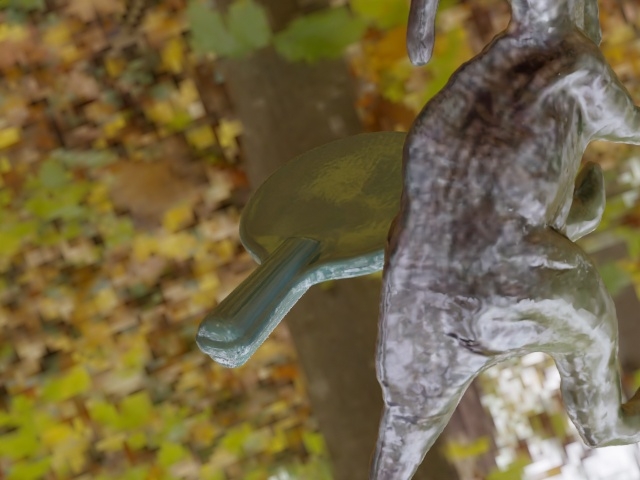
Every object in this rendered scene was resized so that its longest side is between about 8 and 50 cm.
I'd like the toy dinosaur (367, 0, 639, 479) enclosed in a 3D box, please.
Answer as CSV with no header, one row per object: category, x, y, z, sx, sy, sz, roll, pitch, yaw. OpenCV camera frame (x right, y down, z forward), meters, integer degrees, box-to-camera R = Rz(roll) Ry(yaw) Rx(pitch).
toy dinosaur,0.082,-0.022,0.817,0.162,0.294,0.077,-9,-166,-40

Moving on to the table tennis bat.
table tennis bat,0.000,0.000,1.267,0.149,0.038,0.237,10,-139,33
